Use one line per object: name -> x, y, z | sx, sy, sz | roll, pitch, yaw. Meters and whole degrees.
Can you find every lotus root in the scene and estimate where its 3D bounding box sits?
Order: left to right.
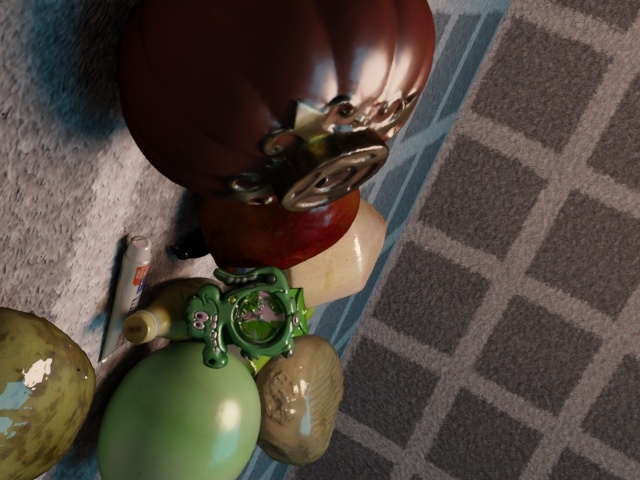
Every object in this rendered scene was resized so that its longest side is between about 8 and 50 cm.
lotus root -> -0.284, 0.138, 0.702 | 0.173, 0.173, 0.309 | -59, 175, -12

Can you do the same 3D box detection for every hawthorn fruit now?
hawthorn fruit -> -0.067, -0.040, 1.110 | 0.248, 0.208, 0.208 | -55, 169, 4

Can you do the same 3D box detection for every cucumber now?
cucumber -> -0.170, 0.005, 1.159 | 0.163, 0.039, 0.043 | -42, 136, -64

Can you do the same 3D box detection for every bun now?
bun -> -0.072, 0.399, 2.057 | 0.362, 0.234, 0.326 | 81, 29, -46

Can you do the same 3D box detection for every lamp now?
lamp -> -0.039, -0.163, 0.754 | 0.303, 0.257, 0.303 | -24, 166, -6

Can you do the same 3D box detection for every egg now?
egg -> -0.208, 0.277, 1.166 | 0.270, 0.220, 0.220 | -52, 169, 1

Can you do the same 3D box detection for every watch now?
watch -> -0.101, 0.098, 1.098 | 0.152, 0.165, 0.131 | 165, -83, -85

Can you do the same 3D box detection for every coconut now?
coconut -> 0.000, 0.000, 1.375 | 0.234, 0.224, 0.224 | -28, 163, -5

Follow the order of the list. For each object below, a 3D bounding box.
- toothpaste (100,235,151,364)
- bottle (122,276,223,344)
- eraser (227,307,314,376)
toothpaste -> -0.247, 0.077, 1.017 | 0.052, 0.033, 0.218 | -43, 163, -48
bottle -> -0.199, 0.101, 1.101 | 0.083, 0.083, 0.269 | -64, 174, 8
eraser -> -0.146, 0.191, 1.395 | 0.210, 0.092, 0.274 | -37, 180, 24
